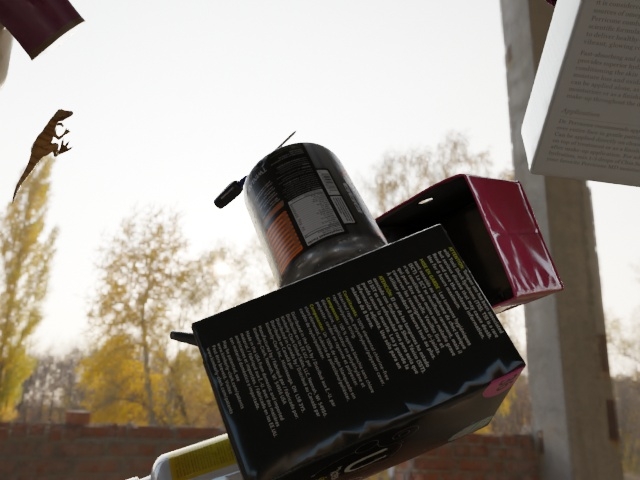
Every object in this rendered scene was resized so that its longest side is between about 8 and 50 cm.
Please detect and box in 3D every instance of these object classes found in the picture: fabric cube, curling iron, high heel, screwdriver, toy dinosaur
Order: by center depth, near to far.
[{"bbox_3d":[-0.472,-0.263,0.851,0.377,0.127,0.181,-25,-68,23],"label":"high heel"},{"bbox_3d":[-0.094,-0.101,0.984,0.170,0.025,0.024,-37,-40,22],"label":"screwdriver"},{"bbox_3d":[-0.162,0.179,1.224,0.274,0.068,0.035,-4,-34,30],"label":"curling iron"},{"bbox_3d":[-0.565,-0.181,1.365,0.064,0.212,0.112,32,9,3],"label":"toy dinosaur"},{"bbox_3d":[0.293,0.032,1.376,0.254,0.259,0.258,-29,-17,36],"label":"fabric cube"}]

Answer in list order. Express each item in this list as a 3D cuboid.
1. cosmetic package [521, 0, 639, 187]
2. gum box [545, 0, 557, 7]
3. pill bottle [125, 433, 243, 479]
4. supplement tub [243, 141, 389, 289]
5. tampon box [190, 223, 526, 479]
[{"bbox_3d":[0.481,-0.317,1.040,0.230,0.161,0.453,8,-52,3],"label":"cosmetic package"},{"bbox_3d":[0.507,-0.524,1.371,0.188,0.107,0.062,8,-15,-43],"label":"gum box"},{"bbox_3d":[-0.129,0.282,0.771,0.184,0.103,0.103,-15,-14,-13],"label":"pill bottle"},{"bbox_3d":[0.000,0.000,0.681,0.117,0.190,0.117,-15,-39,-13],"label":"supplement tub"},{"bbox_3d":[0.021,0.085,0.416,0.161,0.101,0.120,-21,-28,-9],"label":"tampon box"}]
